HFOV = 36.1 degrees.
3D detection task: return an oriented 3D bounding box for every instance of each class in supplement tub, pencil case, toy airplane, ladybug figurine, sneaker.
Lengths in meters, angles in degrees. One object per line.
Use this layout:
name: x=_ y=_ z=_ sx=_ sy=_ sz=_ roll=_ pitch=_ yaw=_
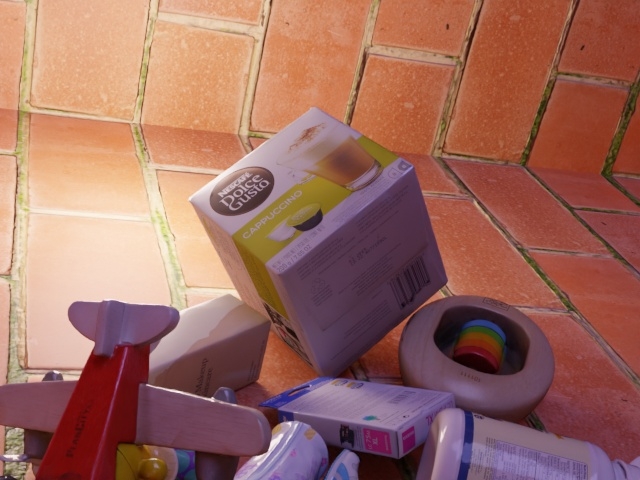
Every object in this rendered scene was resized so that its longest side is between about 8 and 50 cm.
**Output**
supplement tub: x=0.319 y=0.411 z=1.543 sx=0.325 sy=0.235 sz=0.235 roll=14 pitch=25 yaw=2
pencil case: x=-0.214 y=0.365 z=1.577 sx=0.152 sy=0.064 sz=0.070 roll=17 pitch=-13 yaw=10
toy airplane: x=-0.295 y=0.274 z=1.449 sx=0.384 sy=0.272 sz=0.386 roll=-37 pitch=49 yaw=-1
ladybug figurine: x=0.303 y=0.253 z=1.951 sx=0.305 sy=0.161 sz=0.449 roll=19 pitch=26 yaw=14
sneaker: x=0.033 y=0.425 z=1.565 sx=0.092 sy=0.087 sz=0.228 roll=26 pitch=30 yaw=0
pencil case: x=-0.086 y=0.387 z=1.524 sx=0.114 sy=0.124 sz=0.273 roll=1 pitch=17 yaw=25

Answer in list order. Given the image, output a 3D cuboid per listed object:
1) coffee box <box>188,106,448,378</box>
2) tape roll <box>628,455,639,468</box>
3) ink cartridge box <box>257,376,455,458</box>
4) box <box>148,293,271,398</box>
coffee box: x=0.000 y=0.000 z=1.978 sx=0.338 sy=0.338 sz=0.334 roll=-38 pitch=45 yaw=-15
tape roll: x=0.711 y=0.501 z=1.704 sx=0.392 sy=0.072 sz=0.392 roll=7 pitch=22 yaw=-3
ink cartridge box: x=0.062 y=0.308 z=1.750 sx=0.311 sy=0.065 sz=0.186 roll=4 pitch=14 yaw=39
box: x=-0.245 y=0.217 z=1.779 sx=0.121 sy=0.147 sz=0.311 roll=30 pitch=31 yaw=30
